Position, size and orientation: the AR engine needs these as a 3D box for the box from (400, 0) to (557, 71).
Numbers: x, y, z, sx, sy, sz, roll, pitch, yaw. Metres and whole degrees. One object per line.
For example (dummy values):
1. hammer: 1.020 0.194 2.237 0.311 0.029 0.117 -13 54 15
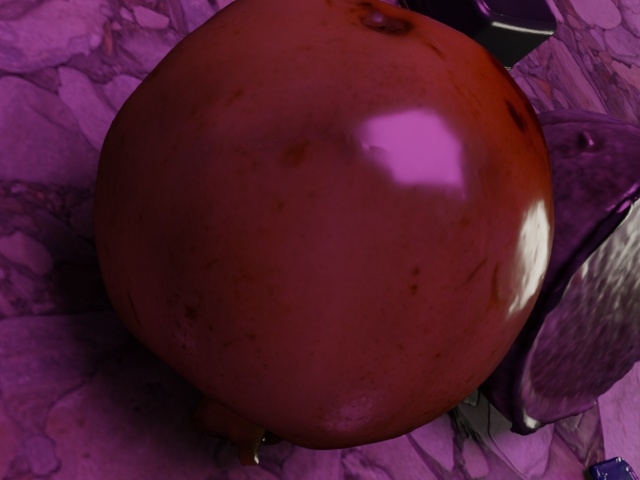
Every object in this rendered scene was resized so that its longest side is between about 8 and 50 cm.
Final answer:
1. box: 0.192 -0.291 1.283 0.201 0.090 0.144 -5 67 -50

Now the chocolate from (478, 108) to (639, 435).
1. chocolate: 0.203 -0.004 0.957 0.303 0.303 0.213 -3 34 -49

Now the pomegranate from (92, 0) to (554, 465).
1. pomegranate: 0.000 0.000 0.696 0.319 0.319 0.319 28 45 -32

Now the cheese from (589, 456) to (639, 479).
1. cheese: 0.341 0.320 1.011 0.157 0.064 0.250 3 52 -48
